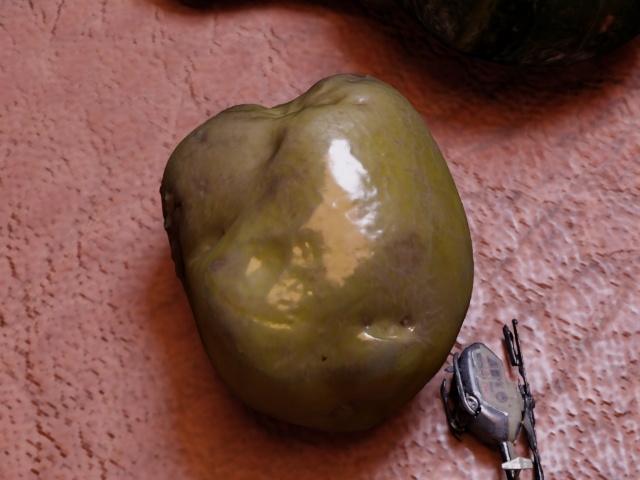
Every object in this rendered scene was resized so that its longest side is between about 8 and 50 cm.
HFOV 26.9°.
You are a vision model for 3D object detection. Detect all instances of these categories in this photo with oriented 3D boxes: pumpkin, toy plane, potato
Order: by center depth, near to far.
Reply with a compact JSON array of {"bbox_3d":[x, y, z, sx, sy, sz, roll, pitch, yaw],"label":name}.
[{"bbox_3d":[0.097,0.097,0.722,0.049,0.031,0.121,0,54,-12],"label":"toy plane"},{"bbox_3d":[0.001,0.002,0.722,0.154,0.137,0.200,-26,57,18],"label":"potato"},{"bbox_3d":[0.128,-0.223,0.839,0.237,0.159,0.238,14,51,-17],"label":"pumpkin"}]

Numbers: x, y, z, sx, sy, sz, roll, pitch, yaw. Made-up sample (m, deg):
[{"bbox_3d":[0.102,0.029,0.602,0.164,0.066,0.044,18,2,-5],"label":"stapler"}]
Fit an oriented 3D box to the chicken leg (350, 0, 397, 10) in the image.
[{"bbox_3d":[-0.037,-0.191,0.888,0.197,0.069,0.085,18,35,1],"label":"chicken leg"}]
